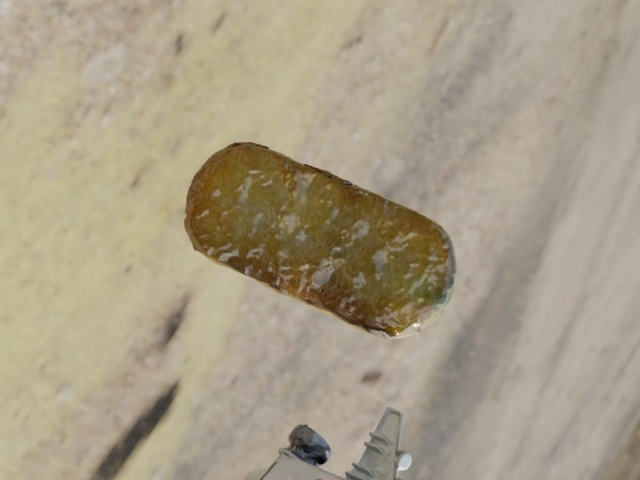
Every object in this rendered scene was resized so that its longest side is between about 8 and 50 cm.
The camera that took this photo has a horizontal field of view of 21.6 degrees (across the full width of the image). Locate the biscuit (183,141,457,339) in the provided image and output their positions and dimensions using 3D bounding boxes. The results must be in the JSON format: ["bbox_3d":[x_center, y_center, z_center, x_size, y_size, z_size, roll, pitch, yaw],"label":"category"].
[{"bbox_3d":[0.000,0.000,1.448,0.029,0.247,0.118,-42,155,-78],"label":"biscuit"}]

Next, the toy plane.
[{"bbox_3d":[0.005,0.227,1.377,0.251,0.255,0.101,-47,119,-22],"label":"toy plane"}]
